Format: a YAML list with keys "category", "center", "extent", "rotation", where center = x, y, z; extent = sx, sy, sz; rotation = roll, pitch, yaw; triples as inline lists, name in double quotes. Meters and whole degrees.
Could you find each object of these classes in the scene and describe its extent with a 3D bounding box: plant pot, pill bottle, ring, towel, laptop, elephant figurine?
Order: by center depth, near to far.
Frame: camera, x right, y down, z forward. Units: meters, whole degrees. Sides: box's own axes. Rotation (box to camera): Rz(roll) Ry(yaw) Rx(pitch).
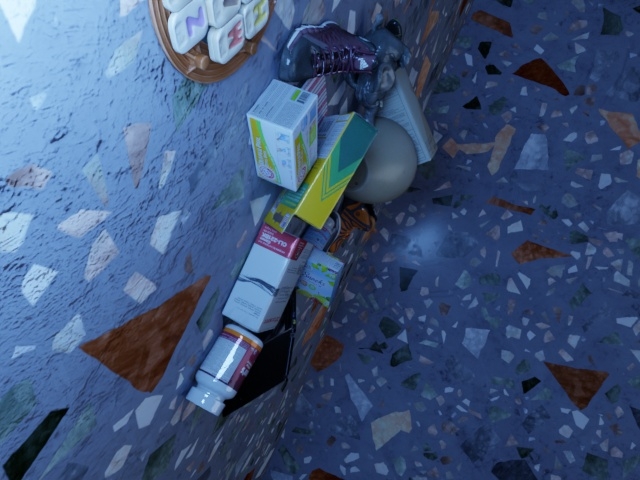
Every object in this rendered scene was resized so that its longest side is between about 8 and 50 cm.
- category: "ring"
  center: [-0.124, -0.388, 0.677]
  extent: [0.336, 0.032, 0.336]
  rotation: [-59, 166, -25]
- category: "towel"
  center: [-0.032, -0.325, 1.181]
  extent: [0.144, 0.029, 0.197]
  rotation: [-58, 165, -19]
- category: "pill bottle"
  center: [-0.258, 0.347, 1.281]
  extent: [0.221, 0.121, 0.121]
  rotation: [-60, 166, -23]
- category: "elephant figurine"
  center: [0.149, -0.461, 1.349]
  extent: [0.239, 0.186, 0.169]
  rotation: [-64, -161, -13]
- category: "plant pot"
  center: [0.136, -0.237, 1.501]
  extent: [0.191, 0.284, 0.284]
  rotation: [-29, 143, -52]
- category: "pill bottle"
  center: [-0.014, -0.012, 1.688]
  extent: [0.160, 0.087, 0.087]
  rotation: [-60, 166, -26]
- category: "laptop"
  center: [-0.218, 0.368, 1.720]
  extent: [0.382, 0.236, 0.408]
  rotation: [101, -10, -46]

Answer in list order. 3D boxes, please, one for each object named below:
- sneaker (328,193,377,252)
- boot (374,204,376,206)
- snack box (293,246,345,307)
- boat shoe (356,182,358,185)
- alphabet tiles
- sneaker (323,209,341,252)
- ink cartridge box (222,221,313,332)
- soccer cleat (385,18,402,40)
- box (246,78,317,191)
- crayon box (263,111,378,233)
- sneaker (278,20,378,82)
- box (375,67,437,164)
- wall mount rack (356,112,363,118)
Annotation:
- category: "sneaker"
  center: [0.127, -0.053, 1.972]
  extent: [0.124, 0.180, 0.321]
  rotation: [-51, 161, -48]
- category: "boot"
  center: [0.238, -0.274, 1.984]
  extent: [0.223, 0.118, 0.338]
  rotation: [-170, -88, -76]
- category: "snack box"
  center: [-0.039, 0.099, 1.512]
  extent: [0.070, 0.207, 0.174]
  rotation: [-54, 164, -42]
- category: "boat shoe"
  center: [0.161, -0.270, 1.981]
  extent: [0.178, 0.060, 0.064]
  rotation: [-65, 167, -2]
- category: "alphabet tiles"
  center: [-0.114, -0.381, 0.613]
  extent: [0.278, 0.021, 0.284]
  rotation: [-58, 165, -31]
- category: "sneaker"
  center: [0.001, 0.001, 1.777]
  extent: [0.226, 0.086, 0.163]
  rotation: [-68, 170, 17]
- category: "ink cartridge box"
  center: [-0.140, 0.105, 1.327]
  extent: [0.272, 0.114, 0.197]
  rotation: [-66, 168, -1]
- category: "soccer cleat"
  center: [0.225, -0.640, 1.572]
  extent: [0.072, 0.060, 0.179]
  rotation: [-57, 168, -29]
- category: "box"
  center: [-0.075, -0.218, 1.019]
  extent: [0.114, 0.103, 0.203]
  rotation: [-60, 166, -26]
- category: "crayon box"
  center: [-0.007, -0.154, 1.178]
  extent: [0.323, 0.083, 0.203]
  rotation: [-59, -158, 0]
- category: "sneaker"
  center: [0.036, -0.394, 1.013]
  extent: [0.281, 0.163, 0.106]
  rotation: [-53, 162, -45]
- category: "box"
  center: [0.257, -0.401, 1.572]
  extent: [0.311, 0.148, 0.121]
  rotation: [63, 35, -19]
- category: "wall mount rack"
  center: [0.170, -0.335, 1.779]
  extent: [0.304, 0.130, 0.350]
  rotation: [-29, 141, -75]
